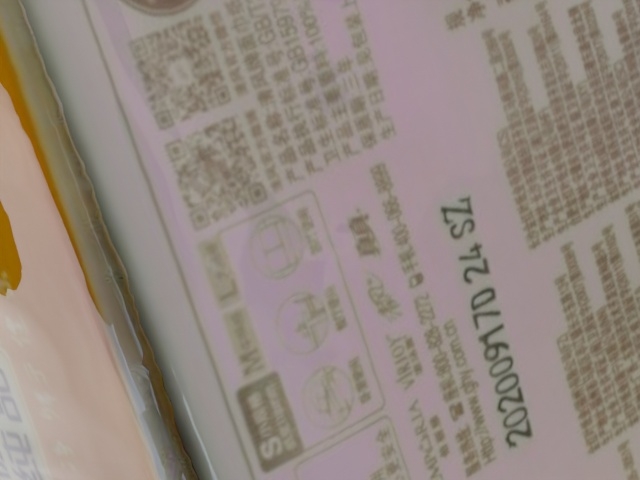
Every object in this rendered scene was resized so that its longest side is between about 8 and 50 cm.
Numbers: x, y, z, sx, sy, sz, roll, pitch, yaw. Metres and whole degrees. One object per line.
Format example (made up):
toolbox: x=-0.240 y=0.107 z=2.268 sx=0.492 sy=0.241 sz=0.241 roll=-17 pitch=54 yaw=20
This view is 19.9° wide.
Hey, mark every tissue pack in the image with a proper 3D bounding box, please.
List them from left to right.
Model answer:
tissue pack: x=0.000 y=0.000 z=0.403 sx=0.185 sy=0.225 sz=0.124 roll=-27 pitch=-164 yaw=-34
